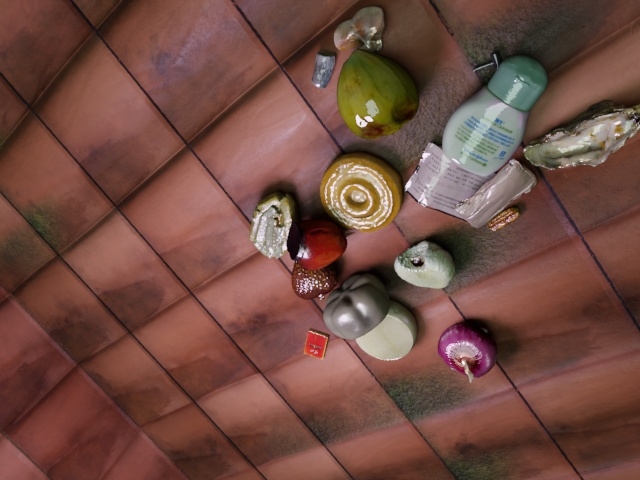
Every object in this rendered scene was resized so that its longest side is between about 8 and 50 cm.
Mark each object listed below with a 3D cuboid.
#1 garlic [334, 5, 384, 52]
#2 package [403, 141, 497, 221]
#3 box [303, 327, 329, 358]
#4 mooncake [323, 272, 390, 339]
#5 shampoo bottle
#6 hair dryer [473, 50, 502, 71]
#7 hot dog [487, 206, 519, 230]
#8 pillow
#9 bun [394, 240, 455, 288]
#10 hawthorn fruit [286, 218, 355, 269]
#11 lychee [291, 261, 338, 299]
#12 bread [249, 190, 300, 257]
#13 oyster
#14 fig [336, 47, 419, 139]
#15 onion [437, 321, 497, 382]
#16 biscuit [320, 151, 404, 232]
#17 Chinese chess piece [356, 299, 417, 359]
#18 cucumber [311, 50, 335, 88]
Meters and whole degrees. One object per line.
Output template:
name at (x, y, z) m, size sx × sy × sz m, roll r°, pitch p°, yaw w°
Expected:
garlic at (0.119, -0.621, 1.585) m, size 0.175 × 0.099 × 0.123 m, roll -14°, pitch 98°, yaw 27°
package at (0.424, -0.183, 1.741) m, size 0.251 × 0.062 × 0.203 m, roll 25°, pitch 125°, yaw 0°
box at (-0.017, 0.444, 2.277) m, size 0.090 × 0.023 × 0.133 m, roll 20°, pitch 123°, yaw 11°
mooncake at (0.127, 0.236, 1.964) m, size 0.275 × 0.274 × 0.135 m, roll -29°, pitch 112°, yaw 31°
shampoo bottle at (0.515, -0.370, 1.546) m, size 0.222 × 0.151 × 0.349 m, roll 27°, pitch 125°, yaw -2°
hair dryer at (0.487, -0.517, 1.553) m, size 0.083 × 0.026 × 0.047 m, roll -14°, pitch 110°, yaw 34°
hot dog at (0.605, -0.072, 1.754) m, size 0.049 × 0.037 × 0.122 m, roll 40°, pitch 130°, yaw -19°
pillow at (0.552, -0.143, 1.679) m, size 0.174 × 0.067 × 0.270 m, roll 17°, pitch 134°, yaw -38°
bun at (0.371, 0.077, 1.866) m, size 0.213 × 0.126 × 0.203 m, roll 12°, pitch 148°, yaw 20°
hawthorn fruit at (0.000, 0.000, 1.883) m, size 0.252 × 0.189 × 0.189 m, roll -21°, pitch 116°, yaw -15°
lychee at (-0.025, 0.140, 2.014) m, size 0.195 × 0.194 × 0.194 m, roll 9°, pitch 121°, yaw 15°
bread at (-0.172, -0.066, 1.985) m, size 0.186 × 0.124 × 0.256 m, roll 16°, pitch 121°, yaw 11°
oyster at (0.770, -0.304, 1.519) m, size 0.166 × 0.110 × 0.341 m, roll 48°, pitch 125°, yaw -4°
fig at (0.162, -0.444, 1.589) m, size 0.240 × 0.239 × 0.270 m, roll -19°, pitch 102°, yaw 28°
onion at (0.551, 0.393, 1.961) m, size 0.207 × 0.201 × 0.200 m, roll 36°, pitch 131°, yaw 37°
biscuit at (0.138, -0.159, 1.836) m, size 0.297 × 0.102 × 0.296 m, roll 9°, pitch 123°, yaw 14°
Chinese chess piece at (0.254, 0.350, 2.077) m, size 0.251 × 0.101 × 0.250 m, roll 9°, pitch 121°, yaw 15°
cucumber at (0.009, -0.543, 1.690) m, size 0.064 × 0.064 × 0.111 m, roll 21°, pitch 125°, yaw 8°
